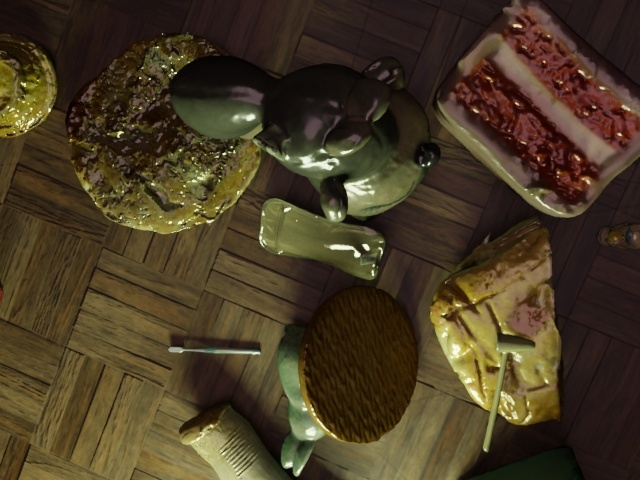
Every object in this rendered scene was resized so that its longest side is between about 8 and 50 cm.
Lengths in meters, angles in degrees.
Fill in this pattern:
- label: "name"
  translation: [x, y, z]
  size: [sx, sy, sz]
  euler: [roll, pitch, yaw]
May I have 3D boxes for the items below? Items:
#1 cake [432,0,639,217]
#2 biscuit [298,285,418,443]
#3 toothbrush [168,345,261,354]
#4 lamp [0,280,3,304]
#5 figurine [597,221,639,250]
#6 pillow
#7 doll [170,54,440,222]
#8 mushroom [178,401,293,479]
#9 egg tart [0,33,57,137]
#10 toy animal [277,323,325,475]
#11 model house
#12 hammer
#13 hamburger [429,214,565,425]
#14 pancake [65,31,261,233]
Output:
- label: "cake"
  translation: [0.338, -0.202, 1.402]
  size: [0.309, 0.230, 0.237]
  euler: [43, 97, 3]
- label: "biscuit"
  translation: [0.063, 0.204, 1.495]
  size: [0.037, 0.262, 0.261]
  euler: [-3, 97, 50]
- label: "toothbrush"
  translation: [-0.188, 0.195, 1.618]
  size: [0.167, 0.014, 0.011]
  euler: [1, 95, 6]
- label: "lamp"
  translation: [-0.617, 0.102, 1.628]
  size: [0.101, 0.090, 0.101]
  euler: [-18, 50, 23]
- label: "figurine"
  translation: [0.499, -0.006, 1.486]
  size: [0.083, 0.050, 0.047]
  euler: [-4, 90, 8]
- label: "pillow"
  translation: [0.000, 0.000, 1.535]
  size: [0.218, 0.033, 0.130]
  euler: [17, 135, 8]
- label: "doll"
  translation: [0.003, -0.189, 1.406]
  size: [0.379, 0.382, 0.252]
  euler: [35, 92, 21]
- label: "mushroom"
  translation: [-0.097, 0.424, 1.590]
  size: [0.351, 0.095, 0.122]
  euler: [42, 82, 0]
- label: "egg tart"
  translation: [-0.558, -0.271, 1.592]
  size: [0.191, 0.074, 0.191]
  euler: [1, 98, 8]
- label: "toy animal"
  translation: [-0.017, 0.274, 1.561]
  size: [0.126, 0.127, 0.251]
  euler: [3, 106, -18]
- label: "model house"
  translation: [0.347, 0.500, 1.440]
  size: [0.230, 0.280, 0.248]
  euler: [-23, 86, 11]
- label: "hammer"
  translation: [0.284, 0.238, 1.400]
  size: [0.060, 0.028, 0.195]
  euler: [9, 105, 2]
- label: "hamburger"
  translation: [0.282, 0.128, 1.472]
  size: [0.209, 0.162, 0.329]
  euler: [-5, 100, 12]
- label: "pancake"
  translation: [-0.268, -0.179, 1.566]
  size: [0.356, 0.065, 0.355]
  euler: [0, 93, 8]
